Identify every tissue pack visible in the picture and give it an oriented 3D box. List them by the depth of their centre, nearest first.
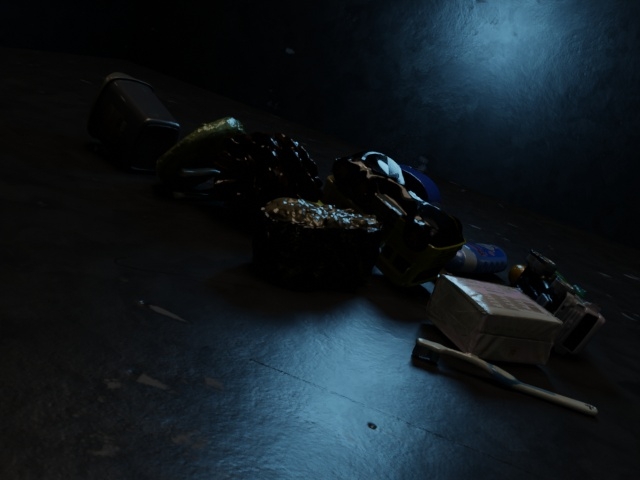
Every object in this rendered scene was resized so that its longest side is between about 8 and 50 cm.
[{"bbox_3d":[0.377,0.174,1.455,0.225,0.124,0.185,10,18,-28],"label":"tissue pack"}]

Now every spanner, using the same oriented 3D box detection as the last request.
[{"bbox_3d":[-0.283,-0.161,1.860,0.040,0.096,0.325,29,20,30],"label":"spanner"}]

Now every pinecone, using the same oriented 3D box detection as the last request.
[{"bbox_3d":[-0.144,-0.162,1.748,0.295,0.242,0.298,-5,-6,-25],"label":"pinecone"}]

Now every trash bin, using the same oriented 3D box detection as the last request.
[{"bbox_3d":[-0.547,-0.342,1.918,0.182,0.209,0.290,3,35,-50],"label":"trash bin"}]

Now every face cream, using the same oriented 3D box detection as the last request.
[{"bbox_3d":[0.456,0.053,2.015,0.264,0.083,0.149,1,21,-45],"label":"face cream"}]

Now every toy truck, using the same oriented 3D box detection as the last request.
[{"bbox_3d":[0.592,0.154,1.699,0.178,0.177,0.363,31,15,-3],"label":"toy truck"},{"bbox_3d":[0.169,-0.052,1.741,0.180,0.254,0.405,-13,48,-45],"label":"toy truck"}]

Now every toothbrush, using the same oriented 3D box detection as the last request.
[{"bbox_3d":[0.365,0.266,1.295,0.386,0.040,0.040,19,16,-1],"label":"toothbrush"}]

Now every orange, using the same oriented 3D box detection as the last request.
[{"bbox_3d":[0.610,0.113,2.012,0.085,0.085,0.085,17,16,-5],"label":"orange"}]

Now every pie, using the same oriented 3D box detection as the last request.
[{"bbox_3d":[-0.330,-0.238,1.809,0.277,0.277,0.078,-8,60,-57],"label":"pie"}]

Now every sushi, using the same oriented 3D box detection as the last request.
[{"bbox_3d":[0.000,0.000,1.521,0.350,0.171,0.211,4,20,-44],"label":"sushi"}]

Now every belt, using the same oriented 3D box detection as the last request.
[{"bbox_3d":[0.223,-0.153,2.200,0.347,0.212,0.117,24,15,29],"label":"belt"}]

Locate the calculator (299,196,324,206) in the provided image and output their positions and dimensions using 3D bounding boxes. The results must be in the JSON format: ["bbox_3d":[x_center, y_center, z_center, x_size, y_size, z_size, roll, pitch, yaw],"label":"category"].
[{"bbox_3d":[-0.002,-0.127,2.180,0.236,0.033,0.157,28,18,23],"label":"calculator"}]

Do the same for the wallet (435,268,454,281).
[{"bbox_3d":[0.339,0.101,1.827,0.095,0.026,0.176,9,19,-37],"label":"wallet"}]

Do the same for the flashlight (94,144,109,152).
[{"bbox_3d":[-0.629,-0.269,1.960,0.018,0.018,0.083,31,20,34],"label":"flashlight"}]
